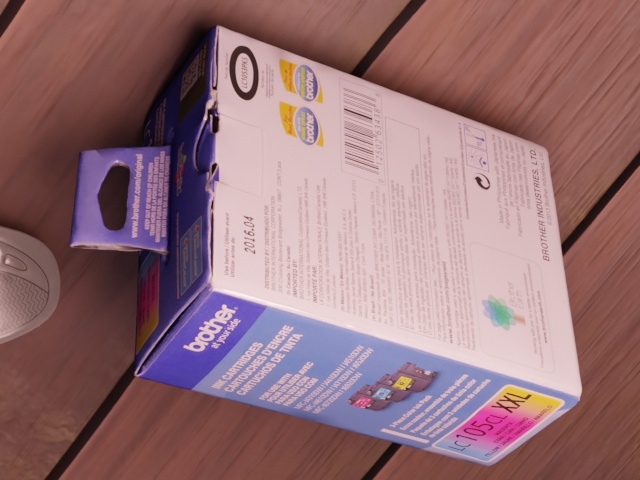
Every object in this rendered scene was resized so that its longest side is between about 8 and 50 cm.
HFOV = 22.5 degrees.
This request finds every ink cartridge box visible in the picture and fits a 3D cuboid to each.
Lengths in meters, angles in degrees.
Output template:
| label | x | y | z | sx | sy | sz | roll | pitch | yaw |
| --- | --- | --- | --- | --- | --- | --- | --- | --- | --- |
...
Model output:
| label | x | y | z | sx | sy | sz | roll | pitch | yaw |
| --- | --- | --- | --- | --- | --- | --- | --- | --- | --- |
| ink cartridge box | 0.000 | 0.000 | 1.309 | 0.395 | 0.270 | 0.151 | 19 | 138 | -24 |

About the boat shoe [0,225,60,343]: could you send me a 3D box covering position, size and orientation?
| label | x | y | z | sx | sy | sz | roll | pitch | yaw |
| --- | --- | --- | --- | --- | --- | --- | --- | --- | --- |
| boat shoe | -0.382 | 0.040 | 1.347 | 0.320 | 0.103 | 0.118 | -8 | 101 | -18 |
